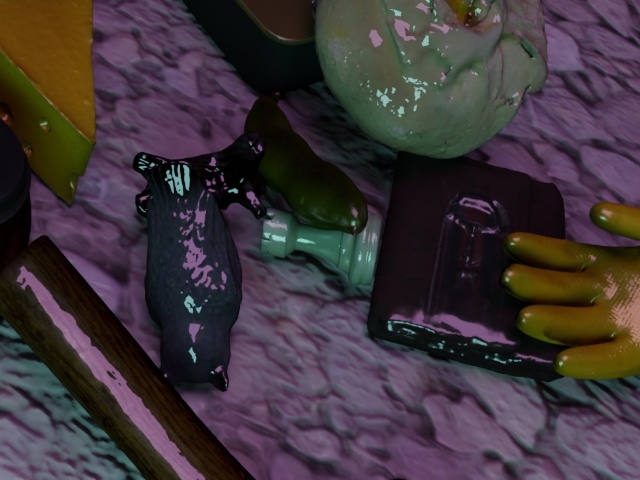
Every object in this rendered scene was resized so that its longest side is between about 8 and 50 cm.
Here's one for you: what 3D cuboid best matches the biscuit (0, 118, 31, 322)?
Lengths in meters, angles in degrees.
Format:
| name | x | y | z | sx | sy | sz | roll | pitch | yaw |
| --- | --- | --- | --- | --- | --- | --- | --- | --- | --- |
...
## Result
| name | x | y | z | sx | sy | sz | roll | pitch | yaw |
| --- | --- | --- | --- | --- | --- | --- | --- | --- | --- |
| biscuit | -0.427 | -0.033 | 0.811 | 0.407 | 0.091 | 0.408 | 9 | 53 | -11 |

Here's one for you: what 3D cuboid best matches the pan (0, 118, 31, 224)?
| name | x | y | z | sx | sy | sz | roll | pitch | yaw |
| --- | --- | --- | --- | --- | --- | --- | --- | --- | --- |
| pan | -0.311 | -0.033 | 0.770 | 0.136 | 0.028 | 0.235 | 37 | 48 | 11 |

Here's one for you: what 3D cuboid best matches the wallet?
| name | x | y | z | sx | sy | sz | roll | pitch | yaw |
| --- | --- | --- | --- | --- | --- | --- | --- | --- | --- |
| wallet | 0.144 | 0.012 | 0.989 | 0.181 | 0.049 | 0.229 | 15 | 49 | -4 |

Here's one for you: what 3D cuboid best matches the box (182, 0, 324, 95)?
| name | x | y | z | sx | sy | sz | roll | pitch | yaw |
| --- | --- | --- | --- | --- | --- | --- | --- | --- | --- |
| box | -0.050 | -0.250 | 1.096 | 0.144 | 0.090 | 0.201 | -25 | 65 | -31 |

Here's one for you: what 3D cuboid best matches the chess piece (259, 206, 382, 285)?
| name | x | y | z | sx | sy | sz | roll | pitch | yaw |
| --- | --- | --- | --- | --- | --- | --- | --- | --- | --- |
| chess piece | 0.000 | 0.000 | 0.945 | 0.103 | 0.067 | 0.067 | 10 | 51 | 2 |

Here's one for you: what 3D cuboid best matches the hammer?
| name | x | y | z | sx | sy | sz | roll | pitch | yaw |
| --- | --- | --- | --- | --- | --- | --- | --- | --- | --- |
| hammer | -0.096 | 0.156 | 0.749 | 0.242 | 0.095 | 0.409 | -35 | 76 | -34 |

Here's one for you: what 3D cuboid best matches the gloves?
| name | x | y | z | sx | sy | sz | roll | pitch | yaw |
| --- | --- | --- | --- | --- | --- | --- | --- | --- | --- |
| gloves | 0.289 | 0.051 | 0.948 | 0.294 | 0.116 | 0.133 | 3 | 49 | -21 |

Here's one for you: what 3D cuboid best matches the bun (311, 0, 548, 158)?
| name | x | y | z | sx | sy | sz | roll | pitch | yaw |
| --- | --- | --- | --- | --- | --- | --- | --- | --- | --- |
| bun | 0.110 | -0.194 | 0.997 | 0.239 | 0.141 | 0.239 | 5 | 80 | -28 |

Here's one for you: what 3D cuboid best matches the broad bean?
| name | x | y | z | sx | sy | sz | roll | pitch | yaw |
| --- | --- | --- | --- | --- | --- | --- | --- | --- | --- |
| broad bean | -0.024 | -0.068 | 0.953 | 0.065 | 0.047 | 0.254 | -20 | 37 | -13 |

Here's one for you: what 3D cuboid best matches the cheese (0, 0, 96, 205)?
| name | x | y | z | sx | sy | sz | roll | pitch | yaw |
| --- | --- | --- | --- | --- | --- | --- | --- | --- | --- |
| cheese | -0.236 | -0.122 | 0.932 | 0.126 | 0.093 | 0.171 | -12 | 61 | -39 |

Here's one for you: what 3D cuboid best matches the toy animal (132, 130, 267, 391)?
| name | x | y | z | sx | sy | sz | roll | pitch | yaw |
| --- | --- | --- | --- | --- | --- | --- | --- | --- | --- |
| toy animal | -0.096 | 0.012 | 0.857 | 0.121 | 0.117 | 0.210 | -7 | 59 | 1 |
